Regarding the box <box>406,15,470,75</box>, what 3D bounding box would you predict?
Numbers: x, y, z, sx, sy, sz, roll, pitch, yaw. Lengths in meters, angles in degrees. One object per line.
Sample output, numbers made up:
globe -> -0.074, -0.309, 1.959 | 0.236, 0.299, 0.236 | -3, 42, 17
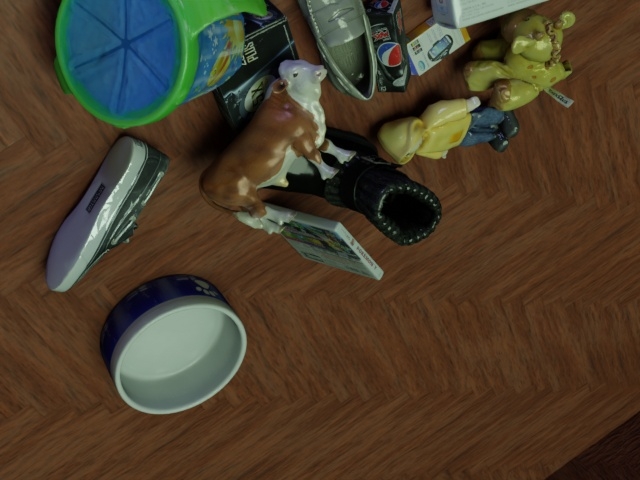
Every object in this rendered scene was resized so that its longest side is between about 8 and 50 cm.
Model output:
box -> 0.204, -0.365, 1.982 | 0.136, 0.028, 0.081 | -34, 135, -2

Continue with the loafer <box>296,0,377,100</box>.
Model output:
loafer -> 0.032, -0.373, 1.803 | 0.112, 0.111, 0.319 | -32, 135, -8

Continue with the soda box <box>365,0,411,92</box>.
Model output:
soda box -> 0.121, -0.345, 1.907 | 0.053, 0.060, 0.169 | 3, 135, 19

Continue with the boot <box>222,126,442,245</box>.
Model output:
boot -> 0.025, -0.104, 1.904 | 0.348, 0.260, 0.131 | -1, 123, -33

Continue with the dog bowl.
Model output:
dog bowl -> -0.281, 0.199, 2.059 | 0.265, 0.104, 0.265 | -17, 131, -21

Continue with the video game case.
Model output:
video game case -> 0.000, 0.000, 2.024 | 0.023, 0.201, 0.183 | -60, 138, -16

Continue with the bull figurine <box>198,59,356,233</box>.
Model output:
bull figurine -> -0.064, -0.151, 1.788 | 0.188, 0.101, 0.310 | 44, 110, -1

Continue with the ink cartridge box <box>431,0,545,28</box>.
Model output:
ink cartridge box -> 0.319, -0.593, 1.863 | 0.308, 0.091, 0.385 | -20, 116, -18

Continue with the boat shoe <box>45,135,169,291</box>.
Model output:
boat shoe -> -0.359, -0.033, 1.832 | 0.102, 0.108, 0.301 | 24, 102, -41

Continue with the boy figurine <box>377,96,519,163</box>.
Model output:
boy figurine -> 0.244, -0.212, 2.067 | 0.285, 0.092, 0.177 | -11, 153, -31

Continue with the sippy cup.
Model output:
sippy cup -> -0.231, -0.297, 1.597 | 0.224, 0.305, 0.240 | -26, 132, -59

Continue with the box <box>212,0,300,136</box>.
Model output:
box -> -0.113, -0.287, 1.802 | 0.147, 0.077, 0.180 | -28, 135, -10

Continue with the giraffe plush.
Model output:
giraffe plush -> 0.375, -0.344, 1.959 | 0.181, 0.210, 0.170 | -59, 162, -26
